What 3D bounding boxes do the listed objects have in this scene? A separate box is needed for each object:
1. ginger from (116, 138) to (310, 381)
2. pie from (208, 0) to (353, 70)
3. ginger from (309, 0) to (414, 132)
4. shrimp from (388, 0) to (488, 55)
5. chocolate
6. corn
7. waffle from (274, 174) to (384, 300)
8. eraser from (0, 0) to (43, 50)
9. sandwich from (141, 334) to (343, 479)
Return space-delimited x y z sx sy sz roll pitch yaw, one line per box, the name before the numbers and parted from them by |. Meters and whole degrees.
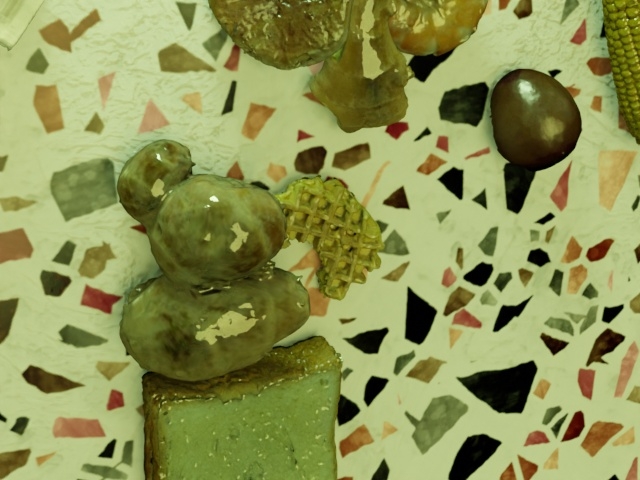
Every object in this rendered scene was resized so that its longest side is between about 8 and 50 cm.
ginger | -0.139 0.025 1.176 0.244 0.155 0.304 -1 105 9
pie | -0.045 -0.300 1.133 0.195 0.046 0.195 3 109 8
ginger | 0.071 -0.265 1.182 0.131 0.086 0.295 15 116 -1
shrimp | 0.089 -0.355 1.203 0.164 0.062 0.317 -48 121 2
chocolate | 0.295 -0.174 1.342 0.133 0.127 0.124 47 55 -16
corn | 0.473 -0.264 1.373 0.119 0.119 0.322 -31 113 -11
waffle | -0.001 -0.002 1.290 0.149 0.051 0.194 -39 124 2
eraser | -0.464 -0.346 0.943 0.404 0.096 0.098 34 93 -28
sandwich | -0.108 0.274 1.314 0.273 0.095 0.249 -9 114 -22
